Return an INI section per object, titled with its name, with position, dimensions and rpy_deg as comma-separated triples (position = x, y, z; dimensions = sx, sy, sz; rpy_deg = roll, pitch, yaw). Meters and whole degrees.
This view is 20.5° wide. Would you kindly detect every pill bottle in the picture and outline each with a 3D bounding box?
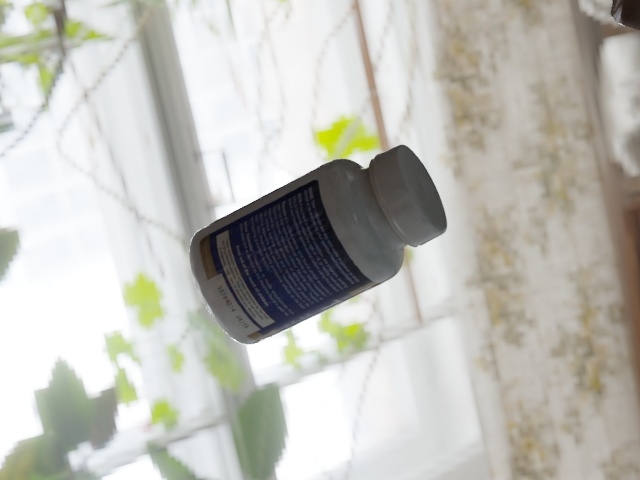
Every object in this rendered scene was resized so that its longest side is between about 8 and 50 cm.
[pill bottle]
position = 0.000, 0.000, 0.887
dimensions = 0.120, 0.067, 0.067
rpy_deg = -27, -176, 19

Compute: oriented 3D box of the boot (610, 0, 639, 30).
[boot]
position = 0.099, -0.107, 0.530
dimensions = 0.106, 0.114, 0.037
rpy_deg = 4, -141, -8
